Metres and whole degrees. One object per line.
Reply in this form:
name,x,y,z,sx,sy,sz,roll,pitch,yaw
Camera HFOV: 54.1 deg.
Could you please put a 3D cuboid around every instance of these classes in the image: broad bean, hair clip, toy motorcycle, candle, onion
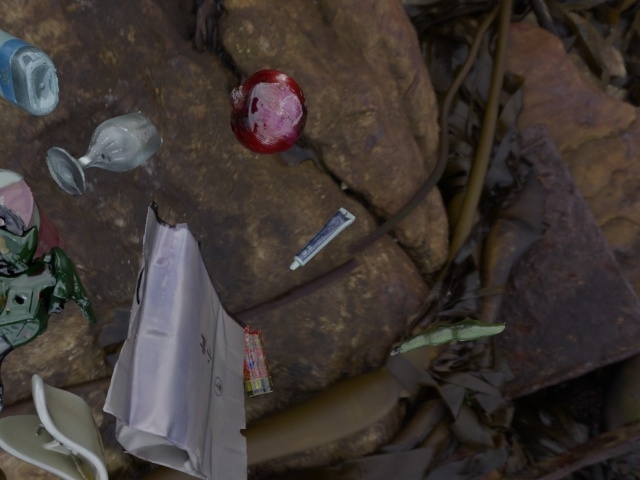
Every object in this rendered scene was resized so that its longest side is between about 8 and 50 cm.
broad bean,0.308,0.232,1.544,0.043,0.298,0.060,55,30,-32
hair clip,-0.425,0.339,1.055,0.113,0.172,0.282,-37,128,-7
toy motorcycle,-0.369,0.108,0.718,0.187,0.125,0.274,28,82,-27
candle,-0.126,0.225,1.183,0.052,0.052,0.130,-9,78,-17
onion,-0.080,-0.193,0.944,0.131,0.131,0.131,2,83,-17

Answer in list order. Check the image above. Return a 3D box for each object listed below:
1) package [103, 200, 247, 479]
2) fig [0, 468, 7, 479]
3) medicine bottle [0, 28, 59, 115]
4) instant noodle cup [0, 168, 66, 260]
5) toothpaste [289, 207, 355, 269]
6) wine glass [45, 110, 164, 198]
package,-0.128,0.112,0.600,0.062,0.250,0.203,-10,53,11
fig,-0.731,0.524,1.317,0.124,0.236,0.124,10,70,-31
medicine bottle,-0.437,-0.242,0.857,0.209,0.090,0.054,28,38,27
instant noodle cup,-0.631,0.001,1.238,0.235,0.178,0.234,-4,61,8
toothpaste,0.000,0.000,1.051,0.140,0.021,0.037,-44,58,-12
wine glass,-0.479,-0.201,1.409,0.126,0.126,0.241,52,46,-5
